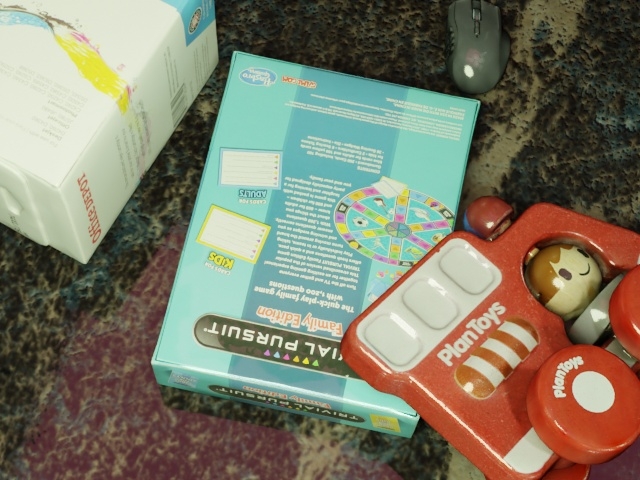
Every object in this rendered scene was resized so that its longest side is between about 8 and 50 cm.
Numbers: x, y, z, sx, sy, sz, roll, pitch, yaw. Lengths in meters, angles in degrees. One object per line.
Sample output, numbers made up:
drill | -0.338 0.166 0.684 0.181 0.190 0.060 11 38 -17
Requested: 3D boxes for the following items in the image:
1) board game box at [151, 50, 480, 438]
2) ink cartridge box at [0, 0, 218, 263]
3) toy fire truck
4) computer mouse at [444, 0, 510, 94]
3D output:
board game box | 0.000 0.000 1.444 0.253 0.079 0.336 12 69 3
ink cartridge box | -0.251 -0.158 1.438 0.197 0.198 0.270 27 70 9
toy fire truck | 0.198 0.080 1.345 0.254 0.169 0.302 42 61 11
computer mouse | 0.168 -0.266 1.573 0.071 0.041 0.242 1 68 0
